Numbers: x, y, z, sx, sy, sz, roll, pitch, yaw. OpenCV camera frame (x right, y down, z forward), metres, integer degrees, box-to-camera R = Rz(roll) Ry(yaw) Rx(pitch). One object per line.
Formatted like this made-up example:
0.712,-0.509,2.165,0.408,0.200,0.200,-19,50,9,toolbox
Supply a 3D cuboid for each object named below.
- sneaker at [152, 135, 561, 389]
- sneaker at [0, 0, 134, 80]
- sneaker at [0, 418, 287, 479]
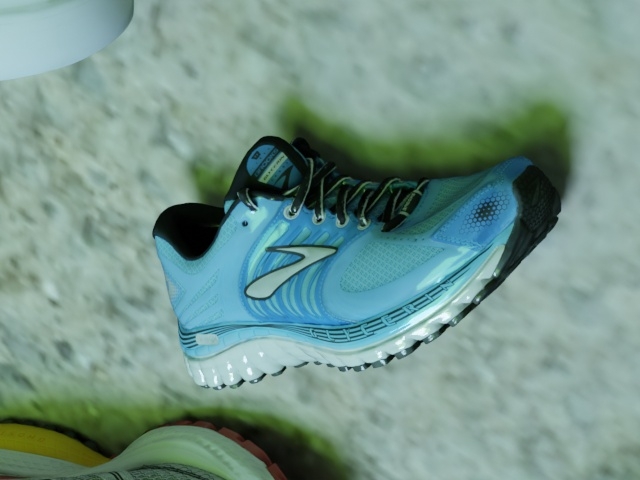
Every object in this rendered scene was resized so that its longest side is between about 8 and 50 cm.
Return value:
0.000,0.000,0.460,0.162,0.063,0.073,-17,104,41,sneaker
-0.182,-0.170,0.444,0.293,0.108,0.169,27,134,20,sneaker
-0.091,0.133,0.589,0.225,0.093,0.088,-7,114,37,sneaker
